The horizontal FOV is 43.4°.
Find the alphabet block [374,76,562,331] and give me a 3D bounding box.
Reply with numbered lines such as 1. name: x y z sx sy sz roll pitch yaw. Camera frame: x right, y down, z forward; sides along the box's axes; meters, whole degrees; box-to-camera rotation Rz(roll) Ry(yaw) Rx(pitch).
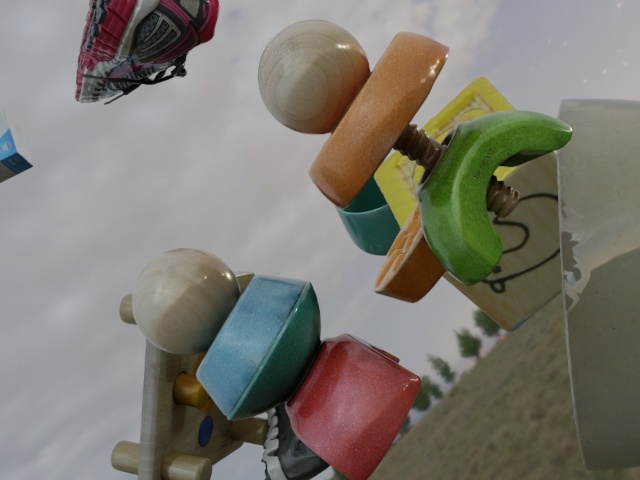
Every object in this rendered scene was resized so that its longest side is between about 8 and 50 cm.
1. alphabet block: 0.213 -0.045 0.986 0.192 0.193 0.197 -44 -57 14

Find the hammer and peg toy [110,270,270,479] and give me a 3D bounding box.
1. hammer and peg toy: -0.131 0.177 1.080 0.361 0.127 0.266 -5 -80 -70

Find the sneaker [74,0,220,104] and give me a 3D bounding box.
1. sneaker: -0.195 -0.204 0.853 0.299 0.112 0.121 -177 96 -68

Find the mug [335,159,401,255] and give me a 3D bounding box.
1. mug: 0.106 -0.047 1.144 0.157 0.129 0.097 -36 -59 -17

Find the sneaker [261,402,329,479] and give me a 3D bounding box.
1. sneaker: -0.024 0.228 1.091 0.106 0.234 0.078 -22 -52 12

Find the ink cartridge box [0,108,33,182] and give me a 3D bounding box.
1. ink cartridge box: -0.625 -0.147 1.456 0.180 0.104 0.060 -27 -23 1

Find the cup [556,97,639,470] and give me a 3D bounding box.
1. cup: 0.340 0.028 0.687 0.237 0.331 0.331 -5 1 22

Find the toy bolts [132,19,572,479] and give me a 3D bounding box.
1. toy bolts: 0.000 0.000 0.478 0.228 0.158 0.218 -59 3 -8
